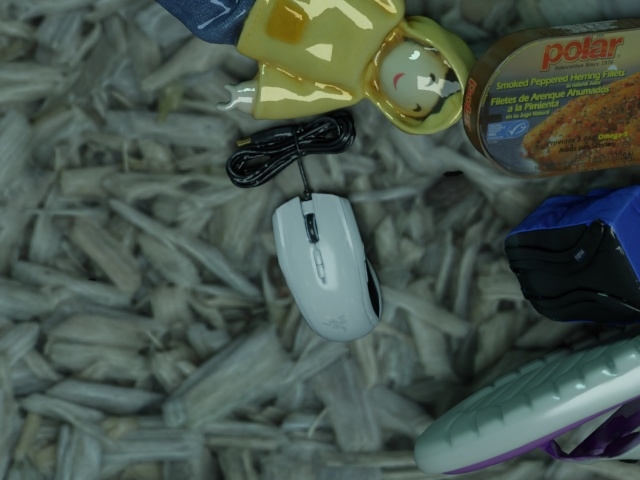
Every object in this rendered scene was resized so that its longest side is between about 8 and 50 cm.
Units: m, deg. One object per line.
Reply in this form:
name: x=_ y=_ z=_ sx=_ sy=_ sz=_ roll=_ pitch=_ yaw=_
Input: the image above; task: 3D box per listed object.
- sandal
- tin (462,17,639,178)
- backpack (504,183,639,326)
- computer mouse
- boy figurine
sandal: x=0.254 y=0.111 z=1.452 sx=0.416 sy=0.169 sz=0.102 roll=-26 pitch=92 yaw=25
tin: x=0.188 y=-0.104 z=1.413 sx=0.190 sy=0.040 sz=0.106 roll=-8 pitch=120 yaw=-24
backpack: x=0.208 y=0.010 z=1.475 sx=0.120 sy=0.101 sz=0.098 roll=-11 pitch=111 yaw=46
computer mouse: x=0.000 y=0.000 z=1.523 sx=0.106 sy=0.042 sz=0.193 roll=-14 pitch=112 yaw=11
boy figurine: x=-0.013 y=-0.155 z=1.428 sx=0.285 sy=0.092 sz=0.177 roll=30 pitch=111 yaw=-5
